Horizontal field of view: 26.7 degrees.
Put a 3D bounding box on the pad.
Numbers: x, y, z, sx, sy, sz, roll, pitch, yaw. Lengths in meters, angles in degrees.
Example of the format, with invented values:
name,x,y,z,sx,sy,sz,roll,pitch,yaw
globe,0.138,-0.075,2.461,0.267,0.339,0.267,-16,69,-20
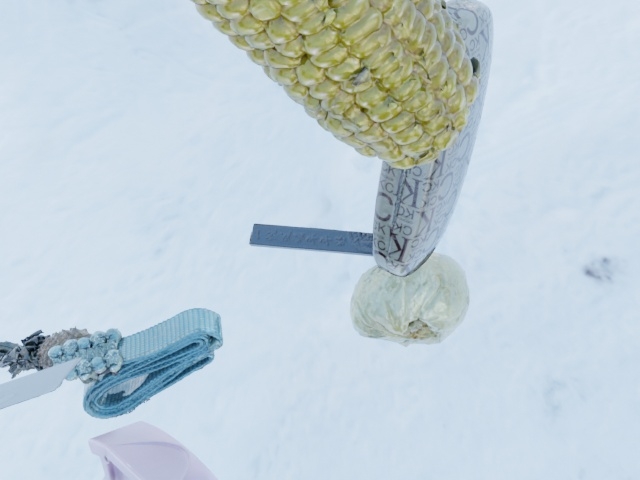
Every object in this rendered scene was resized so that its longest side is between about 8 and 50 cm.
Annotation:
name,x,y,z,sx,sy,sz,roll,pitch,yaw
pad,-0.280,0.130,1.022,0.190,0.127,0.004,-18,96,0

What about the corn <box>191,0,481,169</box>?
name,x,y,z,sx,sy,sz,roll,pitch,yaw
corn,-0.031,-0.153,0.625,0.115,0.115,0.318,-40,128,3

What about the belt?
name,x,y,z,sx,sy,sz,roll,pitch,yaw
belt,-0.189,0.120,1.427,0.179,0.065,0.100,-30,126,14

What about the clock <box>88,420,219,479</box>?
name,x,y,z,sx,sy,sz,roll,pitch,yaw
clock,-0.153,0.380,1.563,0.080,0.290,0.275,-19,117,-31

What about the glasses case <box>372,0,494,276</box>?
name,x,y,z,sx,sy,sz,roll,pitch,yaw
glasses case,0.131,-0.115,1.588,0.085,0.137,0.355,24,126,21

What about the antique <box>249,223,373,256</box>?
name,x,y,z,sx,sy,sz,roll,pitch,yaw
antique,0.000,0.000,1.783,0.192,0.015,0.031,5,77,12

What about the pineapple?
name,x,y,z,sx,sy,sz,roll,pitch,yaw
pineapple,-0.380,0.158,1.848,0.159,0.074,0.074,-4,97,29

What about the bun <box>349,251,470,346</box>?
name,x,y,z,sx,sy,sz,roll,pitch,yaw
bun,0.123,0.088,1.813,0.164,0.188,0.111,-23,69,14
